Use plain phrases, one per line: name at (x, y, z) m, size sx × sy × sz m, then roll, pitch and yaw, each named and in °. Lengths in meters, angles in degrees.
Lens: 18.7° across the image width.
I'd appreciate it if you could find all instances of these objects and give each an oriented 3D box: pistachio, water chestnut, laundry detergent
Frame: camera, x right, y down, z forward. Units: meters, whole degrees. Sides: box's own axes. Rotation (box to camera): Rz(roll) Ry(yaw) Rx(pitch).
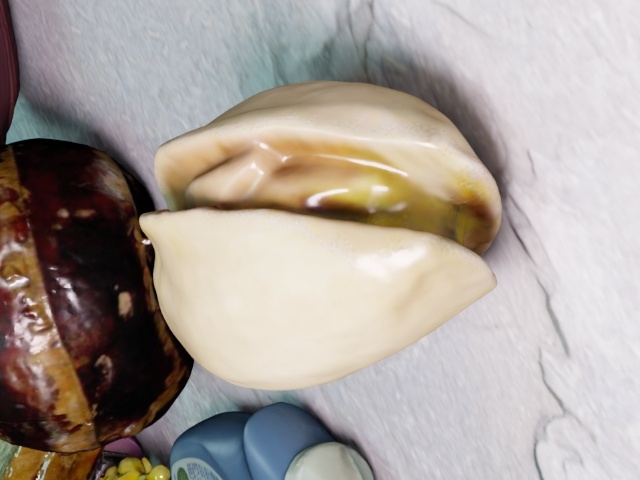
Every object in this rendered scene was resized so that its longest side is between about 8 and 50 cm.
pistachio at (0.000, 0.000, 1.248) m, size 0.318 × 0.214 × 0.193 m, roll -8°, pitch 65°, yaw 58°
water chestnut at (-0.261, 0.063, 1.734) m, size 0.300 × 0.300 × 0.300 m, roll 46°, pitch 152°, yaw 34°
laundry detergent at (-0.033, 0.209, 1.655) m, size 0.290 × 0.094 × 0.143 m, roll -22°, pitch 89°, yaw 64°

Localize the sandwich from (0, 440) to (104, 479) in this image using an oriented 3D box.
sandwich at (-0.312, 0.184, 2.020) m, size 0.249 × 0.095 × 0.273 m, roll -63°, pitch 29°, yaw 12°

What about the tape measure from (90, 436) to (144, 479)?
tape measure at (-0.251, 0.251, 2.095) m, size 0.074 × 0.118 × 0.125 m, roll 36°, pitch 110°, yaw 51°

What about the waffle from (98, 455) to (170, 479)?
waffle at (-0.129, 0.354, 1.982) m, size 0.329 × 0.062 × 0.329 m, roll 34°, pitch 144°, yaw 29°

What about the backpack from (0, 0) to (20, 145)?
backpack at (-0.382, -0.185, 1.777) m, size 0.283 × 0.197 × 0.317 m, roll -81°, pitch -14°, yaw -49°
